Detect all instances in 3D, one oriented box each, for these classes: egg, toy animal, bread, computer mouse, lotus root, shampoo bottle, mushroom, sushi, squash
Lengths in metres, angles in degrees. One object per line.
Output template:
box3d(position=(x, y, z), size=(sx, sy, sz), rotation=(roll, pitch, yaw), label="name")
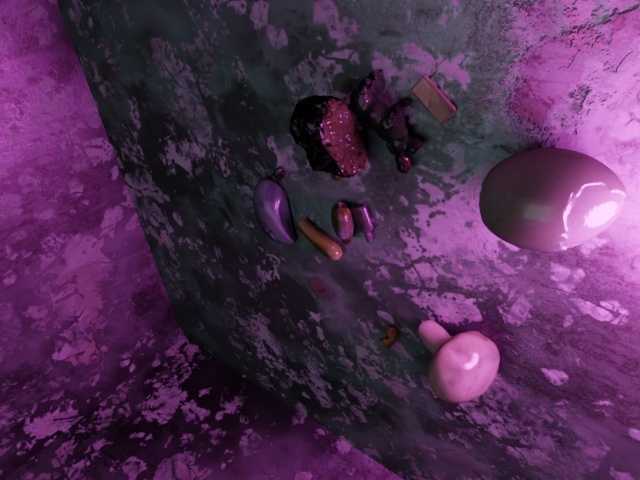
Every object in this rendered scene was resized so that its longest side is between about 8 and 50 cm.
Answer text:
box3d(position=(0.618, -0.107, 1.223), size=(0.336, 0.278, 0.279), rotation=(9, 126, 47), label="egg")
box3d(position=(0.232, -0.390, 1.524), size=(0.343, 0.106, 0.168), rotation=(52, 141, -7), label="toy animal")
box3d(position=(0.353, -0.439, 1.424), size=(0.154, 0.028, 0.068), rotation=(49, 142, 4), label="bread")
box3d(position=(-0.234, -0.114, 2.196), size=(0.188, 0.122, 0.371), rotation=(11, 130, 40), label="computer mouse")
box3d(position=(0.095, -0.067, 1.914), size=(0.113, 0.088, 0.192), rotation=(-113, 11, -59), label="lotus root")
box3d(position=(0.179, -0.071, 1.879), size=(0.079, 0.040, 0.165), rotation=(-2, 117, 45), label="shampoo bottle")
box3d(position=(0.514, 0.460, 1.797), size=(0.336, 0.314, 0.315), rotation=(44, 148, 49), label="mushroom")
box3d(position=(-0.189, -0.304, 2.066), size=(0.083, 0.044, 0.046), rotation=(-41, 67, 50), label="sushi")
box3d(position=(0.000, 0.000, 2.087), size=(0.250, 0.083, 0.083), rotation=(42, 141, 17), label="squash")
box3d(position=(0.041, -0.355, 1.589), size=(0.170, 0.211, 0.350), rotation=(22, 164, 34), label="sushi")

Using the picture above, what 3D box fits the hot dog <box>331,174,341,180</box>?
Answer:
box3d(position=(0.059, -0.283, 1.831), size=(0.058, 0.035, 0.083), rotation=(3, 122, 44), label="hot dog")

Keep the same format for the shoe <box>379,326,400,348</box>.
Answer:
box3d(position=(0.321, 0.458, 2.136), size=(0.069, 0.072, 0.109), rotation=(34, 139, 12), label="shoe")
